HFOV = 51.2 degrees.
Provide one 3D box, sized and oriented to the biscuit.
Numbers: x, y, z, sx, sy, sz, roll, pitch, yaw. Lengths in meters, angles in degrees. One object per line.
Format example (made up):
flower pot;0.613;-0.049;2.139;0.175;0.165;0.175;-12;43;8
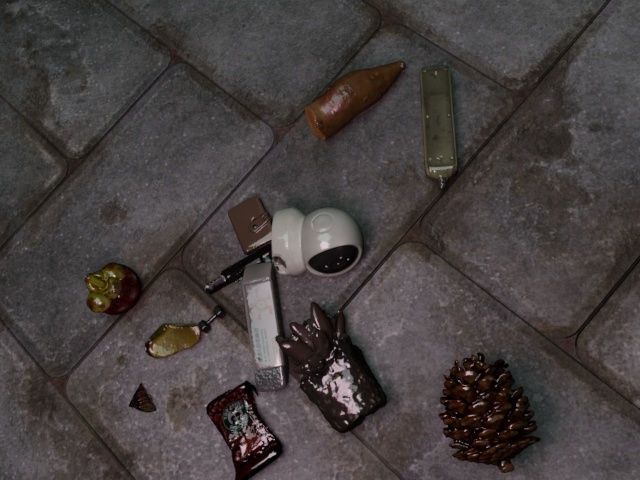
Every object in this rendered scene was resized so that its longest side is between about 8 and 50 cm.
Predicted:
biscuit;-0.199;0.495;1.746;0.151;0.063;0.235;-33;65;2

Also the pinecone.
pinecone;0.378;0.399;1.543;0.224;0.224;0.273;-21;70;7

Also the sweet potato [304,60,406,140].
sweet potato;0.102;-0.432;1.940;0.336;0.131;0.131;-39;67;0

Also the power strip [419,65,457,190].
power strip;0.333;-0.318;1.882;0.092;0.066;0.388;-4;69;12

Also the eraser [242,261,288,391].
eraser;-0.150;0.230;1.809;0.089;0.061;0.352;-11;77;10

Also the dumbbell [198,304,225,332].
dumbbell;-0.306;0.222;1.879;0.083;0.036;0.040;-44;67;-2

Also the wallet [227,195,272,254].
wallet;-0.198;-0.046;1.940;0.118;0.039;0.153;-29;66;6

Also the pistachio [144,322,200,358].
pistachio;-0.415;0.272;1.884;0.172;0.049;0.090;-21;90;6

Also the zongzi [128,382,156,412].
zongzi;-0.497;0.434;1.851;0.083;0.067;0.074;8;81;35

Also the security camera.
security camera;0.000;0.000;1.795;0.236;0.194;0.195;-2;72;10

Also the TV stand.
TV stand;-0.218;0.079;1.903;0.249;0.036;0.042;-30;69;4

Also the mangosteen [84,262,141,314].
mangosteen;-0.590;0.134;1.906;0.145;0.181;0.156;0;68;-6

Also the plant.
plant;0.029;0.311;1.690;0.194;0.181;0.321;-37;72;1
